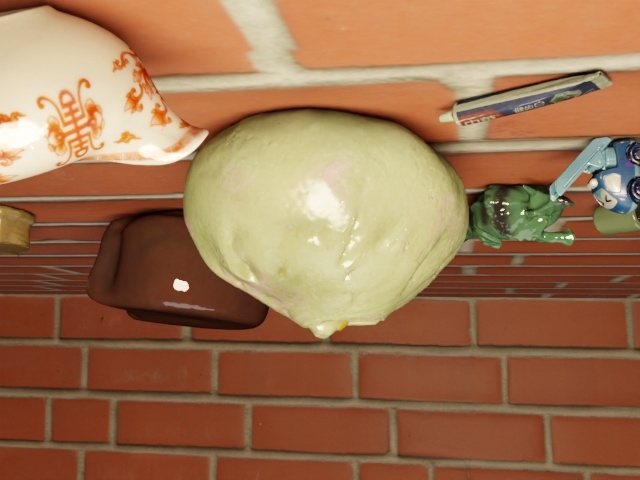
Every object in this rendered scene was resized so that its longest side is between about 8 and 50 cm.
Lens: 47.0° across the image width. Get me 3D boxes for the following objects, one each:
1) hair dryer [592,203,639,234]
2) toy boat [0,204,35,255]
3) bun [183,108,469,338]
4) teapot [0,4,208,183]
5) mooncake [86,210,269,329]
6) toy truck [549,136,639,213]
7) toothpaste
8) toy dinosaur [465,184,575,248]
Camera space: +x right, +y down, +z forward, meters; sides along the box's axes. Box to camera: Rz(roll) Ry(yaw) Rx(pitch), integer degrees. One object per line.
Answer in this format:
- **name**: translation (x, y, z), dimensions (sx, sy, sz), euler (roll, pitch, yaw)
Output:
- **hair dryer**: translation (0.453, -0.039, 1.010), dimensions (0.150, 0.048, 0.071), euler (-7, 178, -26)
- **toy boat**: translation (-0.531, -0.014, 1.201), dimensions (0.116, 0.061, 0.188), euler (6, 170, -27)
- **bun**: translation (0.000, 0.000, 0.716), dimensions (0.283, 0.179, 0.283), euler (5, 159, 2)
- **teapot**: translation (-0.200, -0.083, 0.457), dimensions (0.245, 0.159, 0.116), euler (-8, 126, 16)
- **mooncake**: translation (-0.228, 0.052, 1.232), dimensions (0.333, 0.174, 0.325), euler (0, 169, 32)
- **toy truck**: translation (0.271, -0.062, 0.720), dimensions (0.089, 0.073, 0.056), euler (0, 171, 5)
- **toothpaste**: translation (0.157, -0.112, 0.588), dimensions (0.139, 0.021, 0.037), euler (-8, 172, 35)
- **toy dinosaur**: translation (0.249, -0.025, 0.977), dimensions (0.119, 0.079, 0.292), euler (8, 168, -5)
